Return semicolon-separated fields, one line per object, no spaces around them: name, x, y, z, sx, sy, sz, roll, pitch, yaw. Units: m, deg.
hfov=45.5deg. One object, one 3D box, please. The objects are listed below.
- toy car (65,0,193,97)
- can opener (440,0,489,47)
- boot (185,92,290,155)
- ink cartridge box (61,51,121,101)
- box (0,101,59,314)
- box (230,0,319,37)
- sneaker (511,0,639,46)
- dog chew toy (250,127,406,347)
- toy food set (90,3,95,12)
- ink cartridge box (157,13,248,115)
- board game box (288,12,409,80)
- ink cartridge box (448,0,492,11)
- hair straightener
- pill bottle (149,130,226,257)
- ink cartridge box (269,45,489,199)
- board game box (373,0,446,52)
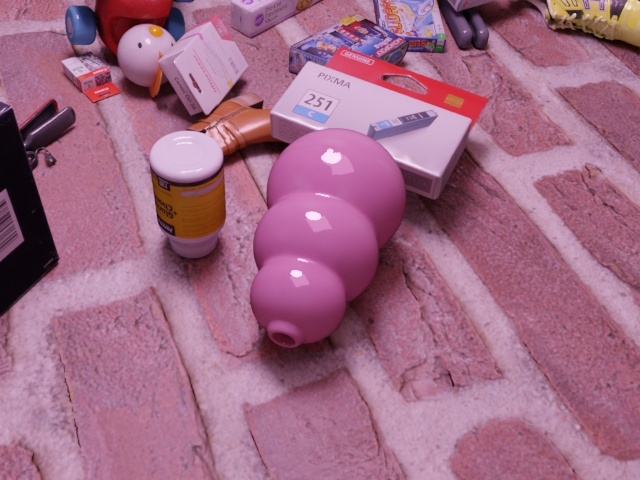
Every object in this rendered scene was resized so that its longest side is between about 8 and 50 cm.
toy car;-0.319;-0.377;1.399;0.219;0.210;0.238;-10;61;-33
can opener;0.298;-0.523;1.656;0.074;0.093;0.280;-3;52;-9
boot;-0.121;-0.180;1.312;0.197;0.073;0.152;27;49;35
ink cartridge box;-0.429;-0.308;1.429;0.063;0.029;0.115;-28;55;-28
box;-0.544;-0.074;1.020;0.294;0.296;0.182;24;50;16
box;-0.058;-0.536;1.650;0.063;0.067;0.324;34;53;25
sneaker;0.572;-0.499;1.647;0.385;0.145;0.147;40;86;25
dog chew toy;0.000;0.000;1.076;0.207;0.206;0.331;14;56;8
toy food set;-0.380;-0.596;1.557;0.220;0.092;0.306;-30;41;26
ink cartridge box;-0.215;-0.307;1.365;0.067;0.115;0.198;-15;30;29
board game box;0.074;-0.350;1.491;0.194;0.060;0.194;37;55;25
ink cartridge box;0.328;-0.568;1.621;0.179;0.045;0.145;-23;67;-18
hair straightener;-0.486;-0.151;1.266;0.089;0.047;0.230;24;50;17
pill bottle;-0.190;-0.061;1.114;0.103;0.184;0.103;2;47;-2
ink cartridge box;0.106;-0.224;1.261;0.296;0.066;0.261;23;57;14
board game box;0.187;-0.474;1.632;0.136;0.035;0.201;1;47;-4
